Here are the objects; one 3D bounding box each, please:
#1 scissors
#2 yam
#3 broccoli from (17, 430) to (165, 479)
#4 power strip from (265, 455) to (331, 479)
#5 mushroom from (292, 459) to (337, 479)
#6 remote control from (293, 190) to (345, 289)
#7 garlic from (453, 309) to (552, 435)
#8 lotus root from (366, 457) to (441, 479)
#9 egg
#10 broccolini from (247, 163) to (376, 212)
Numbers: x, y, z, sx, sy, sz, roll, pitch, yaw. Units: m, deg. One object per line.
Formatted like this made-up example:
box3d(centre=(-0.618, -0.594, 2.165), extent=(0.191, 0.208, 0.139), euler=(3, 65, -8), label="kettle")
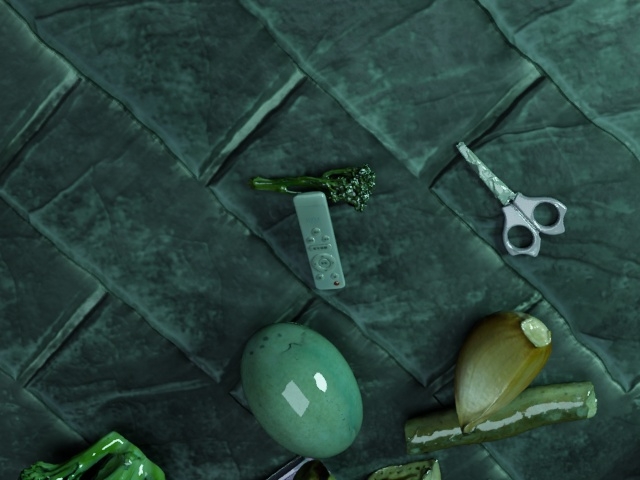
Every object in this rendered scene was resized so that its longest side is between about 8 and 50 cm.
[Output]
box3d(centre=(0.280, -0.070, 1.350), extent=(0.110, 0.021, 0.212), euler=(-42, 101, 14), label="scissors")
box3d(centre=(0.288, 0.286, 1.441), extent=(0.317, 0.067, 0.071), euler=(-15, 131, 11), label="yam")
box3d(centre=(-0.372, 0.460, 1.494), extent=(0.294, 0.265, 0.245), euler=(41, 72, -15), label="broccoli")
box3d(centre=(-0.093, 0.479, 1.521), extent=(0.279, 0.037, 0.109), euler=(-36, 103, -1), label="power strip")
box3d(centre=(0.037, 0.499, 1.474), extent=(0.087, 0.107, 0.333), euler=(-13, 121, 15), label="mushroom")
box3d(centre=(0.000, 0.000, 1.375), extent=(0.049, 0.027, 0.184), euler=(-4, 126, 13), label="remote control")
box3d(centre=(0.281, 0.200, 1.390), extent=(0.115, 0.128, 0.207), euler=(20, 105, -38), label="garlic")
box3d(centre=(0.130, 0.450, 1.504), extent=(0.159, 0.095, 0.135), euler=(-24, 115, -30), label="lotus root")
box3d(centre=(-0.030, 0.235, 1.399), extent=(0.169, 0.169, 0.236), euler=(-30, 105, 14), label="egg")
box3d(centre=(-0.015, -0.078, 1.354), extent=(0.201, 0.058, 0.074), euler=(-2, 101, 5), label="broccolini")
